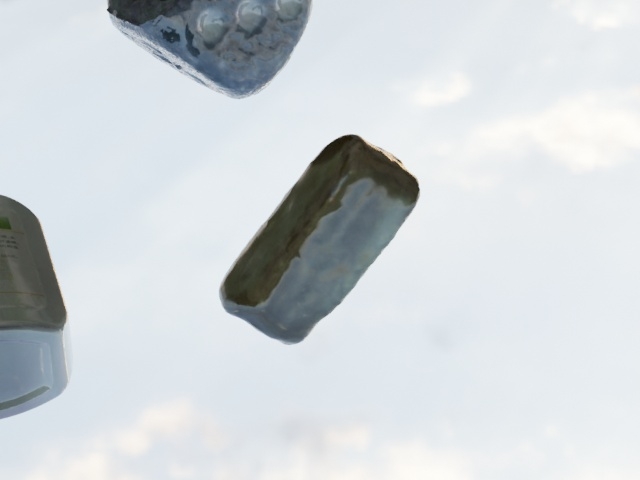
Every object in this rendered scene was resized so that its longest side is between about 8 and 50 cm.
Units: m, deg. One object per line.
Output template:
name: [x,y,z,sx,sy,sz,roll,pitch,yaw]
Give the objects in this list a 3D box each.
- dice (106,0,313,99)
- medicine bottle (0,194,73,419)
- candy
dice: [-0.132,-0.289,2.140,0.183,0.182,0.181,34,177,-39]
medicine bottle: [-0.363,0.046,1.823,0.179,0.124,0.324,-11,-144,-13]
candy: [0.000,0.000,1.861,0.104,0.234,0.102,33,-174,-27]
